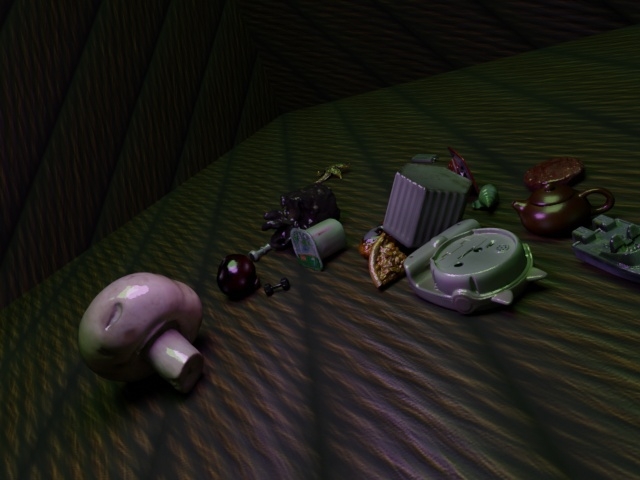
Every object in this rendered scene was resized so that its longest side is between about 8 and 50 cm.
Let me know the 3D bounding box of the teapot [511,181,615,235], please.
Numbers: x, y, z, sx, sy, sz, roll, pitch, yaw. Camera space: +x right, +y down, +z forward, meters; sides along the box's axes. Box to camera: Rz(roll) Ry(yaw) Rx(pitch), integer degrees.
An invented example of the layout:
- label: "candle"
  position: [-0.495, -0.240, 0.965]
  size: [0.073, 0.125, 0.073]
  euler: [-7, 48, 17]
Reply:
- label: "teapot"
  position: [0.644, -0.097, 1.490]
  size: [0.252, 0.135, 0.178]
  euler: [-11, 30, 29]

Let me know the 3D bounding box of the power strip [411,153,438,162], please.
- label: "power strip"
  position: [0.443, -0.345, 2.341]
  size: [0.050, 0.019, 0.136]
  euler: [-32, 25, -25]

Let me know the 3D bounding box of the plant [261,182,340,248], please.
- label: "plant"
  position: [-0.076, -0.089, 2.051]
  size: [0.276, 0.189, 0.199]
  euler: [-32, 24, -22]

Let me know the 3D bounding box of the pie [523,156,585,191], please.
- label: "pie"
  position: [0.734, -0.211, 1.754]
  size: [0.182, 0.050, 0.182]
  euler: [-21, 23, 9]

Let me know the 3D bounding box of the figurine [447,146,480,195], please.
- label: "figurine"
  position: [0.394, -0.184, 1.908]
  size: [0.226, 0.160, 0.183]
  euler: [-30, 22, 8]

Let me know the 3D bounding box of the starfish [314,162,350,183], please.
- label: "starfish"
  position: [0.046, -0.318, 2.620]
  size: [0.176, 0.053, 0.208]
  euler: [-41, 21, -15]

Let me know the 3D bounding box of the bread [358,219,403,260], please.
- label: "bread"
  position: [0.215, -0.008, 1.754]
  size: [0.139, 0.095, 0.269]
  euler: [-2, 17, 31]

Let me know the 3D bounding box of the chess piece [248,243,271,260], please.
- label: "chess piece"
  position: [-0.223, 0.040, 2.098]
  size: [0.093, 0.042, 0.042]
  euler: [-33, 25, -34]

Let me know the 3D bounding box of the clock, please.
- label: "clock"
  position: [0.394, 0.065, 1.398]
  size: [0.265, 0.109, 0.324]
  euler: [-31, 25, -20]

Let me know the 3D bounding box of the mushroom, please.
- label: "mushroom"
  position: [-0.472, 0.240, 1.560]
  size: [0.353, 0.353, 0.325]
  euler: [-10, 42, 27]

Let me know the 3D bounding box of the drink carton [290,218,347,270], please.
- label: "drink carton"
  position: [0.000, 0.000, 1.864]
  size: [0.142, 0.144, 0.146]
  euler: [-28, 24, -27]

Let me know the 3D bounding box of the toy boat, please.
- label: "toy boat"
  position: [0.702, 0.028, 1.217]
  size: [0.141, 0.092, 0.319]
  euler: [-29, 25, -9]

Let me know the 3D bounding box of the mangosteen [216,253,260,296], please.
- label: "mangosteen"
  position: [-0.272, 0.119, 1.864]
  size: [0.152, 0.153, 0.152]
  euler: [-19, 24, 9]

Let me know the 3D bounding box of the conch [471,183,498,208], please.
- label: "conch"
  position: [0.528, -0.132, 1.772]
  size: [0.065, 0.088, 0.180]
  euler: [27, 28, 3]

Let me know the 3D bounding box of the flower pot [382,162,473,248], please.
- label: "flower pot"
  position: [0.310, -0.102, 1.621]
  size: [0.209, 0.190, 0.239]
  euler: [20, 30, 17]

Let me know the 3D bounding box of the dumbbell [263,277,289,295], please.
- label: "dumbbell"
  position: [-0.141, 0.148, 1.793]
  size: [0.083, 0.036, 0.040]
  euler: [-19, 24, 10]

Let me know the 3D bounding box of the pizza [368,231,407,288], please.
- label: "pizza"
  position: [0.201, 0.063, 1.595]
  size: [0.130, 0.041, 0.178]
  euler: [18, 64, 9]
